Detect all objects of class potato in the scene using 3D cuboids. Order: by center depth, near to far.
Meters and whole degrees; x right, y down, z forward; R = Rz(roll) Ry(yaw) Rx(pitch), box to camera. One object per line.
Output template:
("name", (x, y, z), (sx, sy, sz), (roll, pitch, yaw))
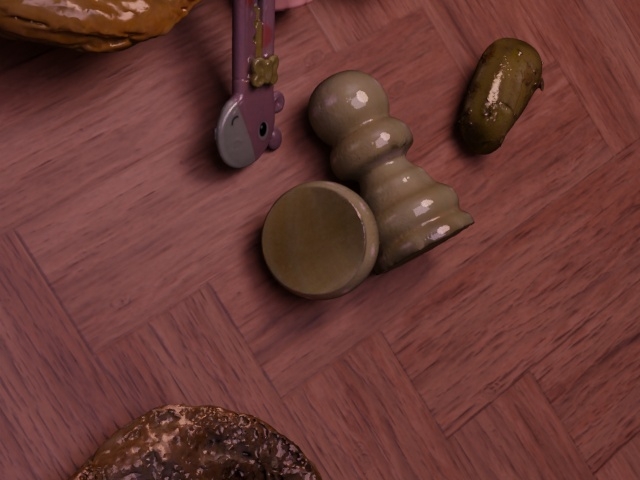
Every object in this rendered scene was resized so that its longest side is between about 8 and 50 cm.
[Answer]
("potato", (0.245, -0.203, 1.597), (0.105, 0.085, 0.188), (42, 64, -36))

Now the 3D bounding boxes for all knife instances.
("knife", (-0.076, -0.283, 1.368), (0.132, 0.038, 0.399), (-22, 118, -54))

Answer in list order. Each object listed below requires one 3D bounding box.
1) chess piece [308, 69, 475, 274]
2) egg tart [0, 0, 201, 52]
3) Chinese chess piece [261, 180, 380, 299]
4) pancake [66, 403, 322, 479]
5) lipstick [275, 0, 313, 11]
("chess piece", (0.074, -0.098, 1.455), (0.144, 0.144, 0.251), (-25, 84, -30))
("egg tart", (-0.316, -0.404, 1.312), (0.443, 0.178, 0.443), (8, 71, -24))
("Chinese chess piece", (0.000, 0.000, 1.391), (0.058, 0.144, 0.144), (-3, 74, -71))
("pancake", (-0.131, 0.368, 1.255), (0.387, 0.082, 0.387), (6, 77, -28))
("lipstick", (-0.071, -0.449, 1.411), (0.087, 0.087, 0.327), (-25, 119, -30))
